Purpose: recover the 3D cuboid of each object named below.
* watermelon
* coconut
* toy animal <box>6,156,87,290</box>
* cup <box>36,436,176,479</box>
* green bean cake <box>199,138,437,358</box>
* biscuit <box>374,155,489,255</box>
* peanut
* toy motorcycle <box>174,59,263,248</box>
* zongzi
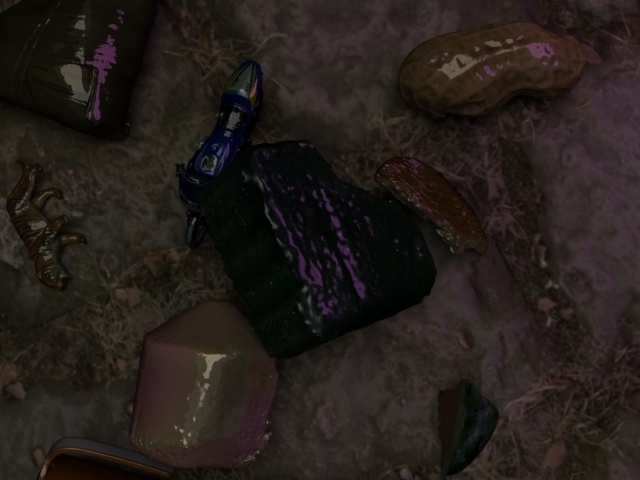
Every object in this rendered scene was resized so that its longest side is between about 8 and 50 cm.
[{"bbox_3d":[0.235,0.306,1.269,0.101,0.080,0.155,17,76,-31],"label":"watermelon"},{"bbox_3d":[-0.171,0.213,1.216,0.233,0.233,0.245,12,88,4],"label":"coconut"},{"bbox_3d":[-0.477,-0.031,1.339,0.099,0.057,0.241,-31,81,-4],"label":"toy animal"},{"bbox_3d":[-0.316,0.408,1.194,0.263,0.182,0.226,8,111,-4],"label":"cup"},{"bbox_3d":[0.000,0.000,1.210,0.307,0.169,0.300,-17,80,-43],"label":"green bean cake"},{"bbox_3d":[0.182,-0.060,1.273,0.031,0.228,0.176,-41,51,34],"label":"biscuit"},{"bbox_3d":[0.291,-0.288,1.325,0.325,0.140,0.153,-5,90,-3],"label":"peanut"},{"bbox_3d":[-0.163,-0.139,1.293,0.113,0.169,0.315,20,82,6],"label":"toy motorcycle"},{"bbox_3d":[-0.457,-0.421,1.352,0.418,0.181,0.447,14,78,5],"label":"zongzi"}]
